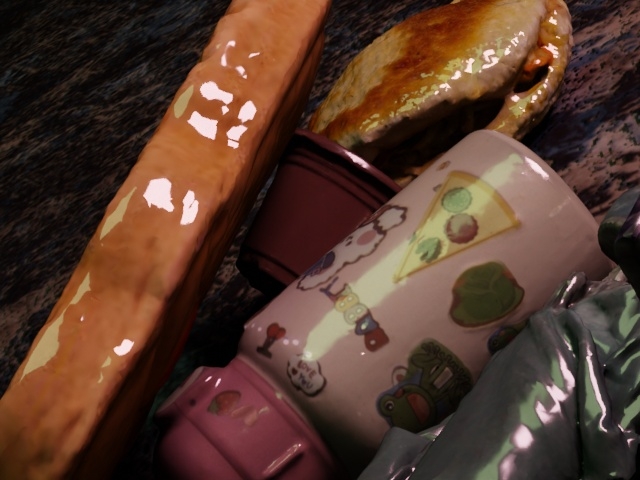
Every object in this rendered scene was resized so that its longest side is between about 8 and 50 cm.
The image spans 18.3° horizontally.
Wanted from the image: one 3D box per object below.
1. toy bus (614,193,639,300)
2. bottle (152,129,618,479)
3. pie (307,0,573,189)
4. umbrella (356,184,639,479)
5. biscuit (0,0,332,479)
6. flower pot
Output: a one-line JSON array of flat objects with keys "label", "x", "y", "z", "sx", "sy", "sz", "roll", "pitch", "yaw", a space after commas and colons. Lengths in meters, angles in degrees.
[{"label": "toy bus", "x": 0.356, "y": -0.019, "z": 0.661, "sx": 0.440, "sy": 0.209, "sz": 0.249, "roll": -12, "pitch": 31, "yaw": 42}, {"label": "bottle", "x": 0.026, "y": 0.061, "z": 1.020, "sx": 0.253, "sy": 0.120, "sz": 0.120, "roll": -39, "pitch": 25, "yaw": -13}, {"label": "pie", "x": 0.072, "y": -0.103, "z": 1.317, "sx": 0.205, "sy": 0.084, "sz": 0.179, "roll": -34, "pitch": 24, "yaw": 6}, {"label": "umbrella", "x": 0.076, "y": 0.116, "z": 0.886, "sx": 0.143, "sy": 0.094, "sz": 0.349, "roll": 16, "pitch": 57, "yaw": 36}, {"label": "biscuit", "x": -0.106, "y": 0.044, "z": 1.062, "sx": 0.455, "sy": 0.078, "sz": 0.350, "roll": -63, "pitch": -1, "yaw": -28}, {"label": "flower pot", "x": 0.000, "y": 0.000, "z": 1.207, "sx": 0.089, "sy": 0.111, "sz": 0.111, "roll": -55, "pitch": 29, "yaw": -12}]
